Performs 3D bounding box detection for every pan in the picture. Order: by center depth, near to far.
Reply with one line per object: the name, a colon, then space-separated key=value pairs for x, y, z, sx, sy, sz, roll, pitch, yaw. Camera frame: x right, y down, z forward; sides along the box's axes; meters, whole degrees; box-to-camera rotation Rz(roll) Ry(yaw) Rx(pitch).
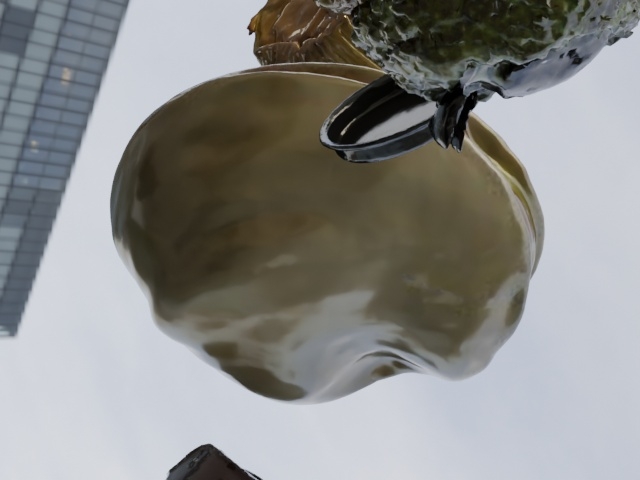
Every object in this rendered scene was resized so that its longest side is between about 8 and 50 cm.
pan: x=0.073 y=-0.130 z=0.801 sx=0.136 sy=0.235 sz=0.028 roll=-16 pitch=-59 yaw=24

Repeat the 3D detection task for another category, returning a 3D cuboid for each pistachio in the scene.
pistachio: x=0.000 y=0.000 z=1.023 sx=0.445 sy=0.281 sz=0.366 roll=10 pitch=-62 yaw=7

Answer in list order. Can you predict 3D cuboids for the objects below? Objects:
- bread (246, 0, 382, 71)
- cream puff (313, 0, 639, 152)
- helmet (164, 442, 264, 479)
bread: x=0.033 y=-0.273 z=1.337 sx=0.274 sy=0.149 sz=0.274 roll=-25 pitch=-130 yaw=34
cream puff: x=0.058 y=-0.128 z=0.427 sx=0.183 sy=0.183 sz=0.169 roll=-25 pitch=-92 yaw=36
helmet: x=-0.108 y=0.404 z=1.186 sx=0.271 sy=0.197 sz=0.338 roll=33 pitch=-33 yaw=4
